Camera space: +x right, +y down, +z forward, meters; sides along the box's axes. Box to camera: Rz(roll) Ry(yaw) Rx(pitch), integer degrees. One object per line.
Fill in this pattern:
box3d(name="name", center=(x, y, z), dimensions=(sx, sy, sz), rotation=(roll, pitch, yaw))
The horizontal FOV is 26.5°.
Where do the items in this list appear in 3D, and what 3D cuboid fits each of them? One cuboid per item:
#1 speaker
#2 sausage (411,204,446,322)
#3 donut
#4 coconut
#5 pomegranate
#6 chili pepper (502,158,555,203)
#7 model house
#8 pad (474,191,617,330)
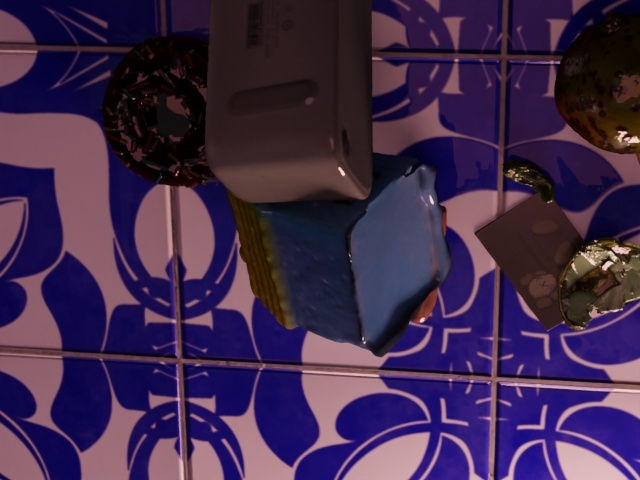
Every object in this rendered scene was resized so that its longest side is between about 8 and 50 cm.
box3d(name="speaker", center=(-0.039, -0.252, 1.814), dimensions=(0.184, 0.183, 0.406), rotation=(-6, 69, 17))
box3d(name="sausage", center=(0.161, 0.033, 2.032), dimensions=(0.043, 0.043, 0.186), rotation=(9, 109, 7))
box3d(name="donut", center=(-0.215, -0.184, 2.005), dimensions=(0.235, 0.089, 0.235), rotation=(3, 107, 9))
box3d(name="coconut", center=(0.416, 0.053, 1.981), dimensions=(0.158, 0.055, 0.133), rotation=(-16, 103, 13))
box3d(name="pomegranate", center=(0.424, -0.203, 1.850), dimensions=(0.198, 0.246, 0.198), rotation=(-8, 70, 23))
box3d(name="chili pepper", center=(0.304, -0.090, 1.975), dimensions=(0.091, 0.034, 0.030), rotation=(33, 144, -1))
box3d(name="model house", center=(0.000, 0.000, 1.941), dimensions=(0.303, 0.215, 0.237), rotation=(13, 133, 30))
box3d(name="pad", center=(0.335, 0.030, 2.020), dimensions=(0.127, 0.004, 0.190), rotation=(-35, 98, 18))
